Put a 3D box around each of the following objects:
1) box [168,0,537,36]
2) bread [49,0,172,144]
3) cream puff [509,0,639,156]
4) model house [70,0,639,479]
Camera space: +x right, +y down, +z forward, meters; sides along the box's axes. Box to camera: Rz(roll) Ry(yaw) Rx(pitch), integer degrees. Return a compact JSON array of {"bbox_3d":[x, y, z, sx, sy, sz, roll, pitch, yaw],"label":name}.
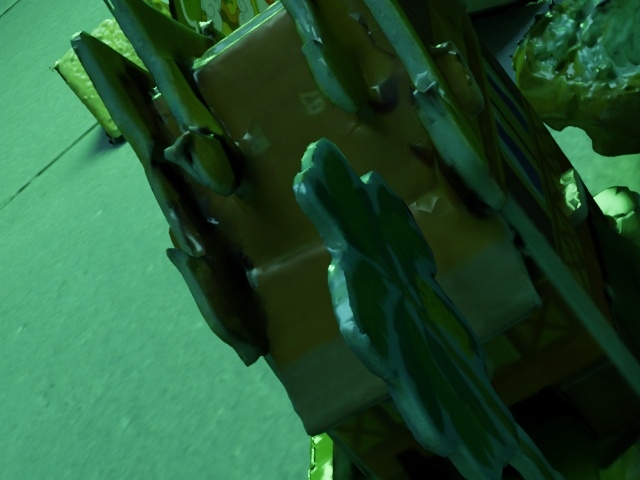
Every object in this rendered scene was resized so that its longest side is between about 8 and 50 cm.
[{"bbox_3d":[-0.018,-0.353,1.302,0.138,0.373,0.420,-18,11,-28],"label":"box"},{"bbox_3d":[-0.193,-0.187,1.674,0.147,0.127,0.152,-38,-10,9],"label":"bread"},{"bbox_3d":[0.190,-0.105,0.877,0.156,0.121,0.156,-4,64,7],"label":"cream puff"},{"bbox_3d":[0.004,0.019,0.699,0.242,0.313,0.358,-34,25,20],"label":"model house"}]
